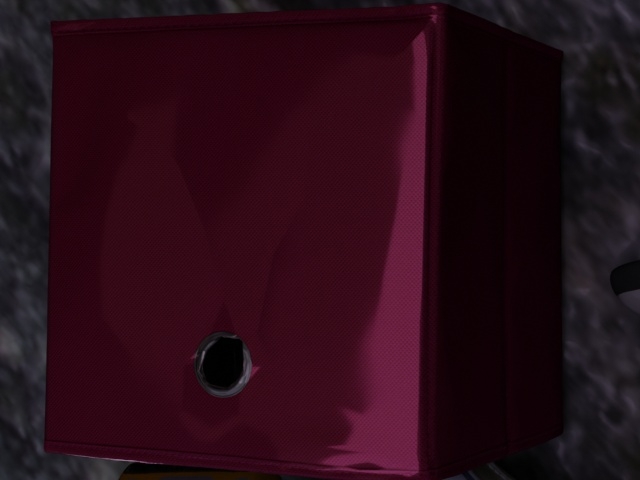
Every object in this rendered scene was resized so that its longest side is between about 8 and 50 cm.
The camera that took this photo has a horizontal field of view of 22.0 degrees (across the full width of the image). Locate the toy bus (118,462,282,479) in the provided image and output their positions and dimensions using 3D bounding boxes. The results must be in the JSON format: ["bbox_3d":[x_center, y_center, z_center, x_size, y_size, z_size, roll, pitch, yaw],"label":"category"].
[{"bbox_3d":[-0.038,0.290,1.047,0.108,0.130,0.332,-4,127,26],"label":"toy bus"}]

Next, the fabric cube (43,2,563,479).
[{"bbox_3d":[0.000,0.000,1.023,0.254,0.259,0.258,2,91,24],"label":"fabric cube"}]

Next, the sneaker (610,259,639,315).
[{"bbox_3d":[0.308,0.077,0.986,0.270,0.090,0.145,-1,88,20],"label":"sneaker"}]

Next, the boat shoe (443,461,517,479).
[{"bbox_3d":[0.203,0.222,1.040,0.302,0.109,0.094,37,89,9],"label":"boat shoe"}]
